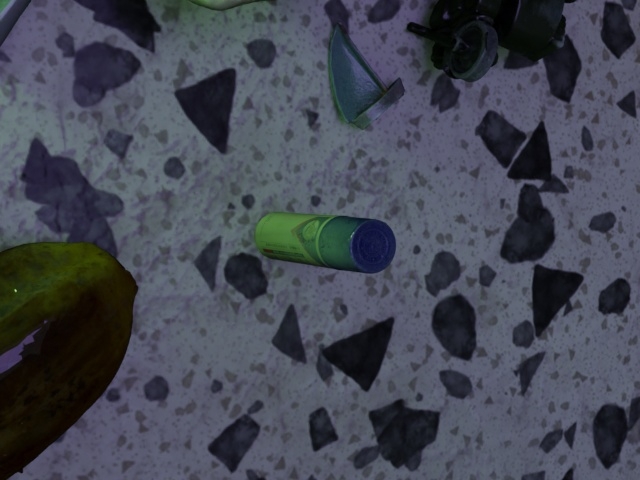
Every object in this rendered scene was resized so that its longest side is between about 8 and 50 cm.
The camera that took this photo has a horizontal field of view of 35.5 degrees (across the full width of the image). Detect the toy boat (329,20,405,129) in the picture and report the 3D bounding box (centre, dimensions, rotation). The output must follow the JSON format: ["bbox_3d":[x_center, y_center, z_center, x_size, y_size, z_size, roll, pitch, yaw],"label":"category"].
[{"bbox_3d":[0.040,-0.204,1.231,0.096,0.034,0.122,-44,102,-19],"label":"toy boat"}]

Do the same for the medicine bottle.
[{"bbox_3d":[0.000,0.000,1.102,0.059,0.231,0.059,-1,93,-27],"label":"medicine bottle"}]

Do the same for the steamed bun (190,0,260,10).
[{"bbox_3d":[-0.052,-0.399,1.072,0.275,0.206,0.320,44,99,-10],"label":"steamed bun"}]

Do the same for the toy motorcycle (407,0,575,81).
[{"bbox_3d":[0.239,-0.312,1.279,0.205,0.127,0.275,16,78,-28],"label":"toy motorcycle"}]

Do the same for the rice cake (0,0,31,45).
[{"bbox_3d":[-0.348,-0.315,1.013,0.189,0.037,0.198,43,73,-22],"label":"rice cake"}]

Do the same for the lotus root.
[{"bbox_3d":[-0.315,0.112,0.989,0.291,0.193,0.193,-42,110,-16],"label":"lotus root"}]
